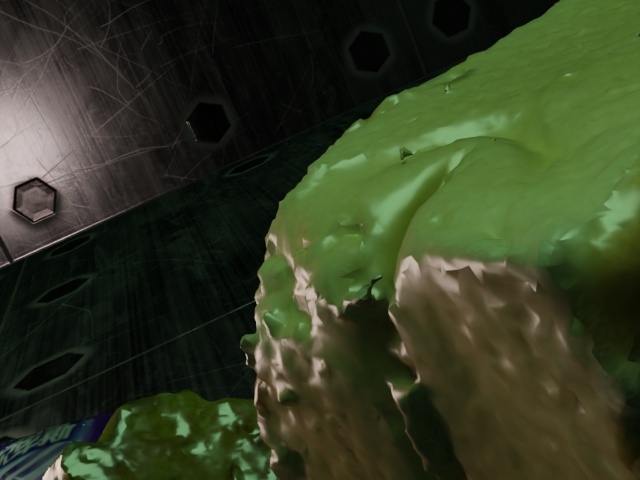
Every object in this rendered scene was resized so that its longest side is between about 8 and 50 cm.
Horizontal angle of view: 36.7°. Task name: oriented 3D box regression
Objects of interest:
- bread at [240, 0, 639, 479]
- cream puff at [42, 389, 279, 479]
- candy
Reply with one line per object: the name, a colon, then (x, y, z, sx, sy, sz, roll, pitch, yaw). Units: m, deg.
bread: (0.198, 0.063, 0.522, 0.390, 0.371, 0.279, -36, 24, -28)
cream puff: (-0.084, 0.248, 0.714, 0.282, 0.185, 0.282, 7, 42, -6)
candy: (-0.341, 0.279, 1.143, 0.275, 0.070, 0.145, -17, 25, 14)
